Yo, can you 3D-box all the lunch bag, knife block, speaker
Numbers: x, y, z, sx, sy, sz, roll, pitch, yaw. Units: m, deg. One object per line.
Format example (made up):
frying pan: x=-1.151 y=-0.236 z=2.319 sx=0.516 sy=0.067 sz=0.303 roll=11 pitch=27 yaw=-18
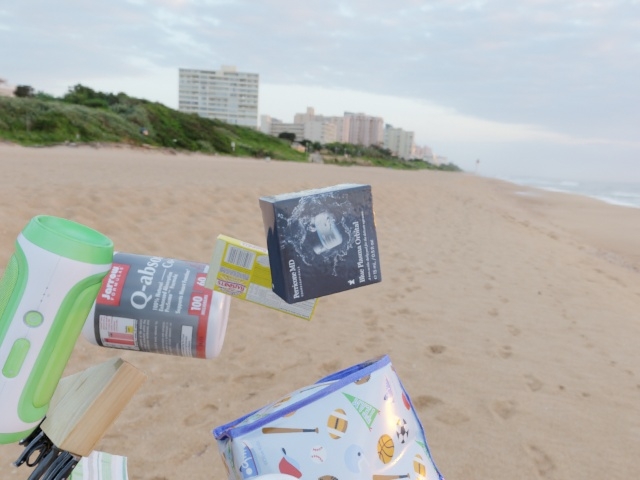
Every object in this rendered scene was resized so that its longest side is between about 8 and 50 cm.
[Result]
lunch bag: x=0.034 y=0.435 z=0.943 sx=0.386 sy=0.327 sz=0.239 roll=-18 pitch=-10 yaw=-27
knife block: x=-0.527 y=0.414 z=1.079 sx=0.276 sy=0.088 sz=0.242 roll=-22 pitch=48 yaw=12
speaker: x=-0.397 y=0.120 z=0.680 sx=0.131 sy=0.296 sz=0.131 roll=25 pitch=3 yaw=-1

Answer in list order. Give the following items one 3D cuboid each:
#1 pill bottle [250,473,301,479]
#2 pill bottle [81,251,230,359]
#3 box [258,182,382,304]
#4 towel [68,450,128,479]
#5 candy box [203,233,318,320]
pill bottle: x=-0.052 y=0.313 z=0.524 sx=0.112 sy=0.111 sz=0.186 roll=1 pitch=-33 yaw=-13
pill bottle: x=-0.388 y=0.136 z=1.073 sx=0.363 sy=0.210 sz=0.210 roll=8 pitch=9 yaw=-5
box: x=0.000 y=0.000 z=0.760 sx=0.158 sy=0.155 sz=0.093 roll=-12 pitch=12 yaw=-19
towel: x=-0.552 y=0.572 z=1.229 sx=0.152 sy=0.023 sz=0.113 roll=35 pitch=7 yaw=-36
candy box: x=-0.098 y=0.068 z=0.889 sx=0.206 sy=0.105 sz=0.027 roll=19 pitch=23 yaw=-4
